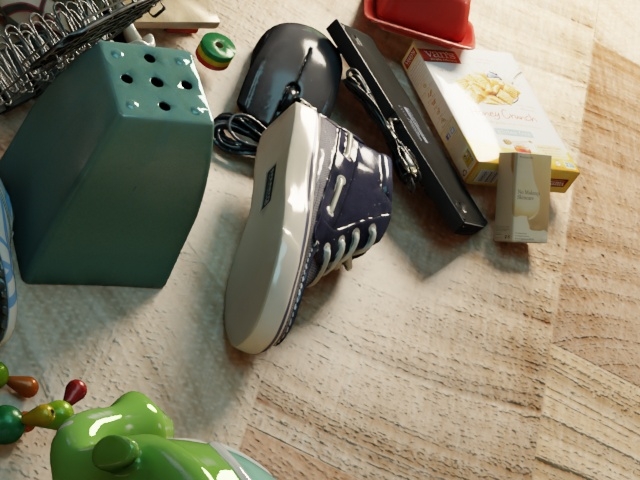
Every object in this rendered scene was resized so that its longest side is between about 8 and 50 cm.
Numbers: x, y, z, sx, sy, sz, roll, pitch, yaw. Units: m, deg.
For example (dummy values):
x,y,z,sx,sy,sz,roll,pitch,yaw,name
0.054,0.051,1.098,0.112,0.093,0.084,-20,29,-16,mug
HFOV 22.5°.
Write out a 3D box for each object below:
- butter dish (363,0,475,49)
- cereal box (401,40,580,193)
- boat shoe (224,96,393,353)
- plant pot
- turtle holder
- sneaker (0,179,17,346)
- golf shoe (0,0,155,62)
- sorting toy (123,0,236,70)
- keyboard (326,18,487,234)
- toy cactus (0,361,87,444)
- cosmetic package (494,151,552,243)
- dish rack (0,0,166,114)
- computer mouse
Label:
x,y,z,sx,sy,sz,roll,pitch,yaw,name
0.148,-0.343,2.208,0.160,0.118,0.160,16,22,-4,butter dish
0.227,-0.168,2.170,0.173,0.047,0.240,3,46,-32,cereal box
0.000,0.000,1.818,0.158,0.127,0.340,27,52,-22,boat shoe
-0.212,-0.088,1.683,0.166,0.234,0.165,3,50,-31,plant pot
-0.130,0.287,1.424,0.227,0.243,0.320,10,5,-45,turtle holder
-0.340,0.003,1.636,0.086,0.085,0.237,23,43,-53,sneaker
-0.288,-0.272,1.893,0.273,0.120,0.105,45,44,13,golf shoe
-0.216,-0.314,2.030,0.132,0.046,0.274,-5,55,-36,sorting toy
0.096,-0.142,2.016,0.317,0.033,0.201,59,17,16,keyboard
-0.335,0.150,1.496,0.219,0.112,0.180,30,51,-19,toy cactus
0.258,-0.054,2.053,0.060,0.041,0.115,2,91,-30,cosmetic package
-0.296,-0.205,1.725,0.074,0.271,0.208,57,43,-5,dish rack
-0.027,-0.190,2.019,0.189,0.072,0.272,23,43,-12,computer mouse
